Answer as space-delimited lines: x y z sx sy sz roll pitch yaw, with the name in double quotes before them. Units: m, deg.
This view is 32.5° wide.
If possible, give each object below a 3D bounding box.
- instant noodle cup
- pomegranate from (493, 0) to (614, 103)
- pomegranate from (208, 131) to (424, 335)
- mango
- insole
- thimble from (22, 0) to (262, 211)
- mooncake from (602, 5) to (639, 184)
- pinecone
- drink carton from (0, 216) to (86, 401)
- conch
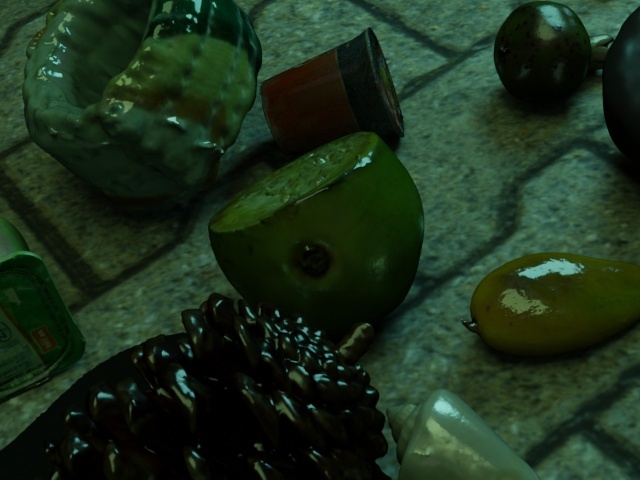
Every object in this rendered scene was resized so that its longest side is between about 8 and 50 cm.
"instant noodle cup" 0.011 -0.155 1.212 0.136 0.127 0.127 -17 44 12
"pomegranate" 0.259 -0.206 1.204 0.142 0.114 0.114 -3 41 -24
"pomegranate" -0.007 0.008 1.041 0.190 0.159 0.241 -40 22 -33
"mango" 0.216 0.054 0.992 0.187 0.066 0.101 -8 46 -4
"insole" -0.236 0.187 1.022 0.322 0.007 0.109 -39 48 -21
"thimble" -0.194 -0.177 1.201 0.254 0.167 0.288 -33 44 18
"mooncake" 0.419 -0.139 1.064 0.283 0.141 0.283 -13 49 15
"pinecone" -0.078 0.171 0.857 0.309 0.244 0.244 -30 45 8
"drink carton" -0.333 0.058 1.087 0.144 0.146 0.142 -26 38 -11
"conch" 0.127 0.180 0.865 0.176 0.104 0.094 17 56 18
